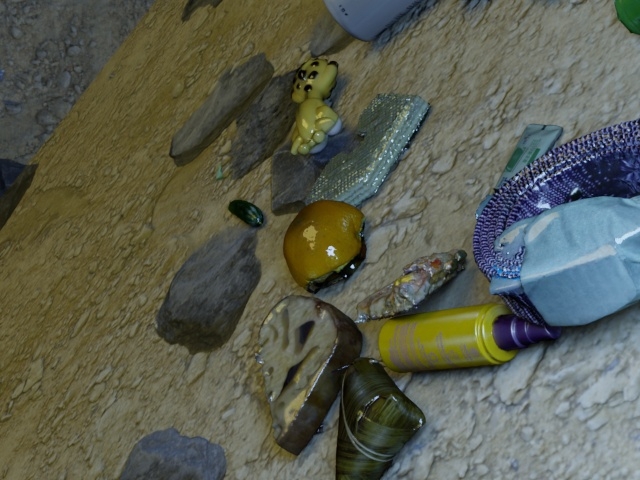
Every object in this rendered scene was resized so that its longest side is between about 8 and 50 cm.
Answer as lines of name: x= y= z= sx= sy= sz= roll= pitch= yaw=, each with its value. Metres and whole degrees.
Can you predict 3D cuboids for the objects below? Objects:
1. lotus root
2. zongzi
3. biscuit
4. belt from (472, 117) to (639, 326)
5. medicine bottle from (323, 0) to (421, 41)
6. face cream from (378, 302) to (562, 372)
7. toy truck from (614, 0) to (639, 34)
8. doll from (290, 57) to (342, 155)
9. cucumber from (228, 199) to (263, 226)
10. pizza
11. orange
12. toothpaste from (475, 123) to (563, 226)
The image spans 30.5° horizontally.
lotus root: x=-0.016 y=0.176 z=1.741 sx=0.170 sy=0.074 sz=0.260 roll=-42 pitch=31 yaw=13
zongzi: x=0.045 y=0.256 z=1.562 sx=0.184 sy=0.084 sz=0.187 roll=-59 pitch=21 yaw=8
biscuit: x=0.076 y=-0.145 z=1.992 sx=0.250 sy=0.046 sz=0.147 roll=-57 pitch=29 yaw=-8
belt: x=0.334 y=-0.024 z=1.372 sx=0.325 sy=0.122 sz=0.260 roll=-18 pitch=32 yaw=32
medicine bottle: x=0.147 y=-0.514 z=2.191 sx=0.289 sy=0.157 sz=0.157 roll=-36 pitch=32 yaw=27
face cream: x=0.190 y=0.122 z=1.489 sx=0.273 sy=0.078 sz=0.078 roll=-14 pitch=47 yaw=50
toy truck: x=0.505 y=-0.372 z=1.571 sx=0.242 sy=0.101 sz=0.125 roll=-27 pitch=42 yaw=43
doll: x=-0.009 y=-0.256 z=2.203 sx=0.117 sy=0.086 sz=0.291 roll=-42 pitch=28 yaw=27
cucumber: x=-0.141 y=-0.056 z=2.220 sx=0.039 sy=0.039 sz=0.168 roll=-54 pitch=27 yaw=-4
pizza: x=0.118 y=0.063 z=1.590 sx=0.185 sy=0.052 sz=0.195 roll=-32 pitch=2 yaw=5
orange: x=0.000 y=0.000 z=1.886 sx=0.170 sy=0.112 sz=0.160 roll=24 pitch=77 yaw=49
toothpaste: x=0.270 y=-0.078 z=1.644 sx=0.064 sy=0.041 sz=0.218 roll=10 pitch=63 yaw=47
